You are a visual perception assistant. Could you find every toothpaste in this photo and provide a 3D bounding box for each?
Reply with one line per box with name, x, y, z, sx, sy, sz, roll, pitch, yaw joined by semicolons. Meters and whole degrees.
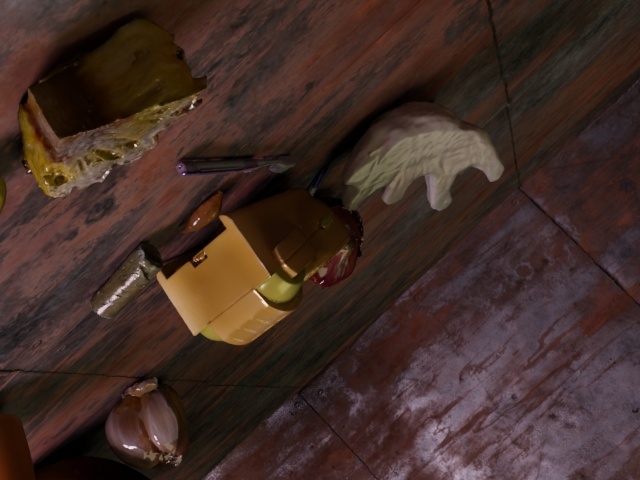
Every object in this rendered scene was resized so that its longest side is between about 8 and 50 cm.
toothpaste;-0.009;-0.107;2.099;0.083;0.015;0.024;-56;169;30

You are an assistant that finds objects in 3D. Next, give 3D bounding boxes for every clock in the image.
clock;-0.090;0.027;1.918;0.244;0.200;0.317;-34;-177;36

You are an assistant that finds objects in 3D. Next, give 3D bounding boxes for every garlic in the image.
garlic;-0.366;0.394;2.345;0.160;0.191;0.214;-14;172;-6

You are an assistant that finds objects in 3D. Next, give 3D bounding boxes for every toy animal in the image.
toy animal;0.159;-0.175;2.133;0.308;0.188;0.266;-32;145;2

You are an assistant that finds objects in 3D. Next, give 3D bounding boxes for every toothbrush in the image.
toothbrush;-0.127;-0.115;1.743;0.029;0.024;0.354;-39;169;23

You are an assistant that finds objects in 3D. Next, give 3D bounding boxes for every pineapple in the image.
pineapple;-0.243;-0.134;1.205;0.236;0.114;0.186;-42;166;11

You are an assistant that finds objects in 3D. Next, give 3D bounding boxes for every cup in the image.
cup;-0.536;0.409;1.747;0.182;0.264;0.226;-39;156;20

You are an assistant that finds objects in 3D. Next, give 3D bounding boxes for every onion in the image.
onion;0.000;0.000;2.197;0.147;0.183;0.184;2;-160;41

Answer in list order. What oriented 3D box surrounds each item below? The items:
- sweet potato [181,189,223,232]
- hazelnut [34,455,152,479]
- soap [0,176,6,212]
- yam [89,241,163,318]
sweet potato;-0.185;-0.042;1.779;0.095;0.034;0.034;-44;166;15
hazelnut;-0.481;0.636;2.239;0.402;0.402;0.429;-42;168;0
soap;-0.404;-0.029;1.208;0.140;0.045;0.089;-29;163;-46
yam;-0.302;0.064;1.742;0.132;0.054;0.054;-45;166;15
